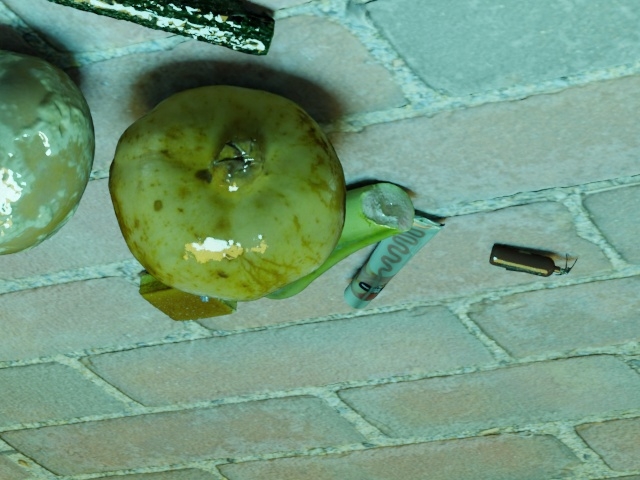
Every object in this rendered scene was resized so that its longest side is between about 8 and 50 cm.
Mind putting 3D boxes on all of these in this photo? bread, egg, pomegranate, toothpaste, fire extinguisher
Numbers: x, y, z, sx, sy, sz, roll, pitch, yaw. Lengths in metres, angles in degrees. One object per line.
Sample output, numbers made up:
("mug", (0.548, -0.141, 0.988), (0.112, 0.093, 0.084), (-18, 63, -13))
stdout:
("bread", (-0.163, 0.066, 2.362), (0.094, 0.035, 0.090), (-10, 148, 27))
("egg", (-0.328, -0.090, 1.934), (0.203, 0.203, 0.245), (22, 138, -27))
("pomegranate", (-0.094, -0.050, 1.938), (0.248, 0.248, 0.248), (5, 152, 2))
("toothpaste", (0.081, 0.021, 2.235), (0.056, 0.036, 0.205), (16, 147, -15))
("fire extinguisher", (0.246, 0.031, 2.221), (0.100, 0.032, 0.046), (13, 141, -1))

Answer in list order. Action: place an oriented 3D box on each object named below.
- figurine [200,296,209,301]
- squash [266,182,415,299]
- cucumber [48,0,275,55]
("figurine", (-0.109, -0.017, 2.097), (0.178, 0.114, 0.144), (22, 132, -32))
("squash", (0.000, 0.000, 2.168), (0.083, 0.083, 0.250), (25, 144, -32))
("cucumber", (-0.167, -0.226, 1.808), (0.256, 0.043, 0.044), (13, 146, -11))
